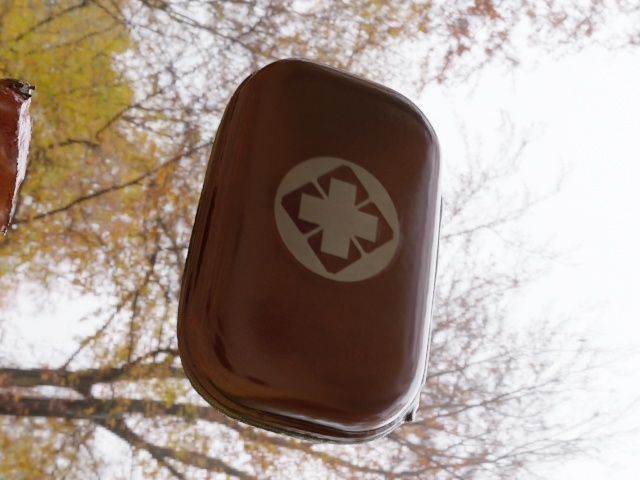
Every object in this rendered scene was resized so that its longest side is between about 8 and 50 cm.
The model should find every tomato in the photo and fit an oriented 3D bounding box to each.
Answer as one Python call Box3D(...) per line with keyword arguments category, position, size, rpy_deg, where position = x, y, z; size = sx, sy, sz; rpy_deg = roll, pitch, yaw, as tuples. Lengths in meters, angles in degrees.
Box3D(category="tomato", position=(-0.383, -0.101, 0.968), size=(0.189, 0.099, 0.173), rpy_deg=(-118, -138, -62))

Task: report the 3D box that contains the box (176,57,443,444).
Box3D(category="box", position=(0.000, 0.000, 0.877), size=(0.108, 0.263, 0.404), rpy_deg=(136, -34, -60))
